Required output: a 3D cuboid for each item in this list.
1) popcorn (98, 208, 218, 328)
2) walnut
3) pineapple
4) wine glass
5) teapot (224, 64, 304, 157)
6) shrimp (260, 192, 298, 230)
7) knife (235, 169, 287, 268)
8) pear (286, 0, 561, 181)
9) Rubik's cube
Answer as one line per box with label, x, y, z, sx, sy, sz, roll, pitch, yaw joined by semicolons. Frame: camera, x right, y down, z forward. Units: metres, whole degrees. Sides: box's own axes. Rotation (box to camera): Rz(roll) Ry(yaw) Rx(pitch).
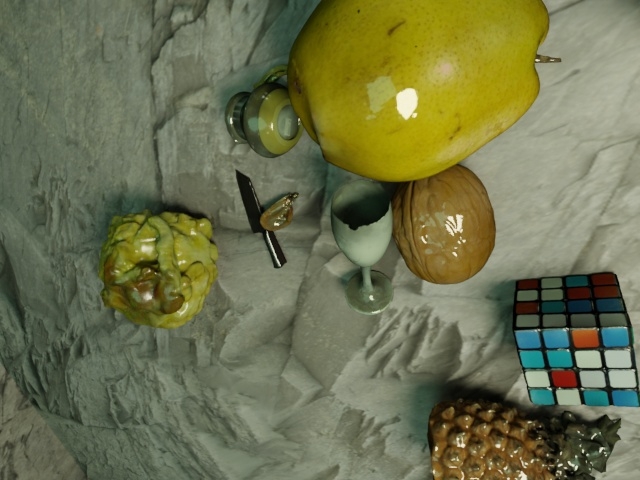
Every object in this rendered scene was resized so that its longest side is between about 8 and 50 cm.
popcorn;-0.361;0.054;0.991;0.292;0.237;0.293;11;122;18
walnut;0.196;-0.028;0.727;0.167;0.167;0.207;-10;111;29
pineapple;0.385;0.404;0.842;0.357;0.223;0.223;-7;112;10
wine glass;0.000;0.000;0.785;0.264;0.096;0.309;18;153;19
teapot;-0.094;-0.232;0.800;0.119;0.130;0.166;17;89;35
shrimp;-0.077;-0.056;0.925;0.108;0.023;0.059;-34;122;20
knife;-0.136;-0.044;0.965;0.060;0.028;0.230;-7;110;42
pear;0.125;-0.227;0.595;0.336;0.285;0.285;-26;102;28
Rubik's cube;0.407;0.157;0.720;0.154;0.155;0.151;-10;110;30
